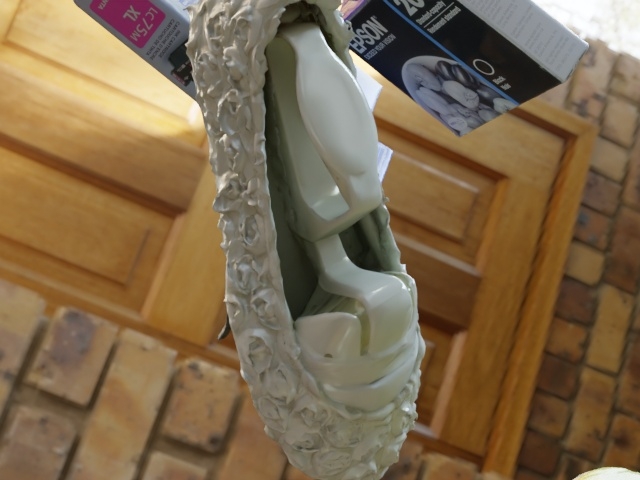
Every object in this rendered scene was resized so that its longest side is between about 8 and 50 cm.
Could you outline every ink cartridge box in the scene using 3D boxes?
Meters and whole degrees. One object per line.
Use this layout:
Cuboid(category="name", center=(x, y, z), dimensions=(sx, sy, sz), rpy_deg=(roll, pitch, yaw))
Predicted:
Cuboid(category="ink cartridge box", center=(-0.051, -0.155, 1.057), dimensions=(0.065, 0.311, 0.185), rpy_deg=(-44, -169, 27))
Cuboid(category="ink cartridge box", center=(0.082, -0.179, 0.962), dimensions=(0.045, 0.208, 0.206), rpy_deg=(-54, -172, -15))

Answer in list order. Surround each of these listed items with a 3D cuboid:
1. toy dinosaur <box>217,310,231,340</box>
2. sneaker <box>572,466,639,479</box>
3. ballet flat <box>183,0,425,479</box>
Cuboid(category="toy dinosaur", center=(-0.036, 0.048, 1.079), dimensions=(0.118, 0.064, 0.268), rpy_deg=(-35, -177, -12))
Cuboid(category="sneaker", center=(0.219, 0.207, 0.750), dimensions=(0.384, 0.145, 0.147), rpy_deg=(-75, 157, -81))
Cuboid(category="ballet flat", center=(0.000, 0.000, 0.852), dimensions=(0.147, 0.147, 0.408), rpy_deg=(-140, -146, -76))
